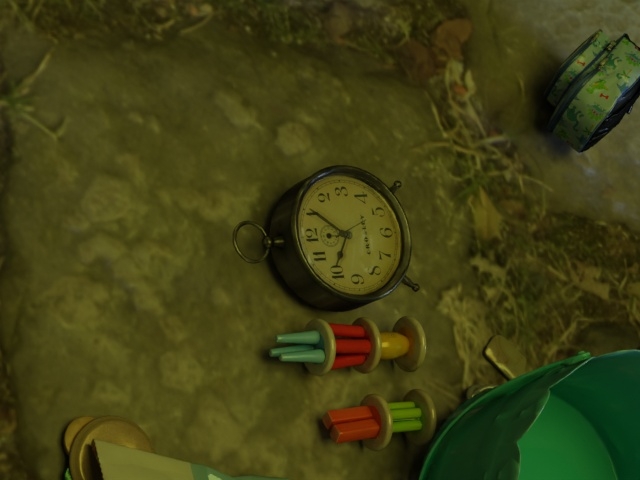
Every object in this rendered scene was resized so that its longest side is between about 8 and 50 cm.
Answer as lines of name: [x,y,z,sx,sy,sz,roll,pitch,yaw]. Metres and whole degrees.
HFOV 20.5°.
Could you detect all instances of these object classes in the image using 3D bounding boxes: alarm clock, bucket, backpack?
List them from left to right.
alarm clock: [0.000,0.000,1.616,0.192,0.064,0.129,0,76,-36]
bucket: [0.230,0.242,1.589,0.281,0.183,0.281,5,79,-28]
backpack: [0.281,-0.153,1.830,0.084,0.105,0.114,37,56,8]

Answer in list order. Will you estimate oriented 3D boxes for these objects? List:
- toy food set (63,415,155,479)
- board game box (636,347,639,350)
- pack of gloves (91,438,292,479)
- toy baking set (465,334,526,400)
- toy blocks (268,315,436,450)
toy food set: [-0.174,0.187,1.468,0.083,0.020,0.082,5,73,-33]
board game box: [0.476,0.193,1.822,0.232,0.141,0.291,-33,95,-36]
pack of gloves: [-0.077,0.267,1.449,0.232,0.046,0.195,16,33,-34]
toy baking set: [0.217,0.224,1.709,0.196,0.030,0.256,18,66,-28]
toy blocks: [0.027,0.131,1.599,0.148,0.054,0.123,0,77,-32]
